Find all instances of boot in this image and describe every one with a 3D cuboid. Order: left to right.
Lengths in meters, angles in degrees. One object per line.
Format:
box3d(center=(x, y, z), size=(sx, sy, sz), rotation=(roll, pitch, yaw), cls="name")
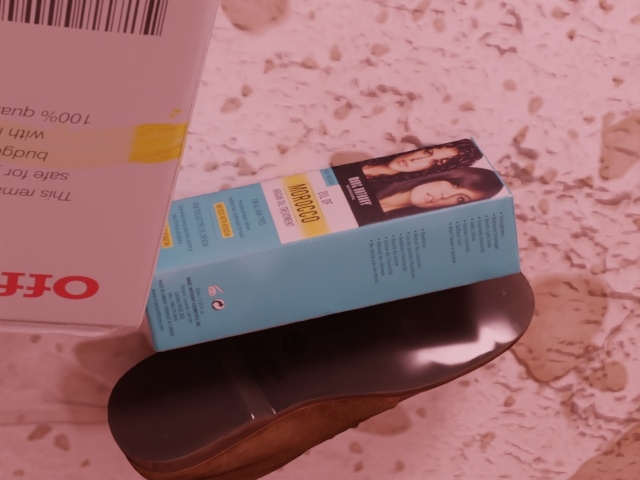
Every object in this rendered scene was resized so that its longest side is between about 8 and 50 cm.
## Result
box3d(center=(0.005, 0.094, 1.058), size=(0.305, 0.112, 0.115), rotation=(-20, 149, -6), cls="boot")

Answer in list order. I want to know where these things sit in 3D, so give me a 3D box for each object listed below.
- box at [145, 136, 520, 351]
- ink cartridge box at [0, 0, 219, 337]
box3d(center=(0.000, 0.000, 0.987), size=(0.244, 0.100, 0.060), rotation=(-13, 118, -6), cls="box")
box3d(center=(-0.204, -0.130, 0.771), size=(0.279, 0.160, 0.385), rotation=(5, 139, -14), cls="ink cartridge box")
